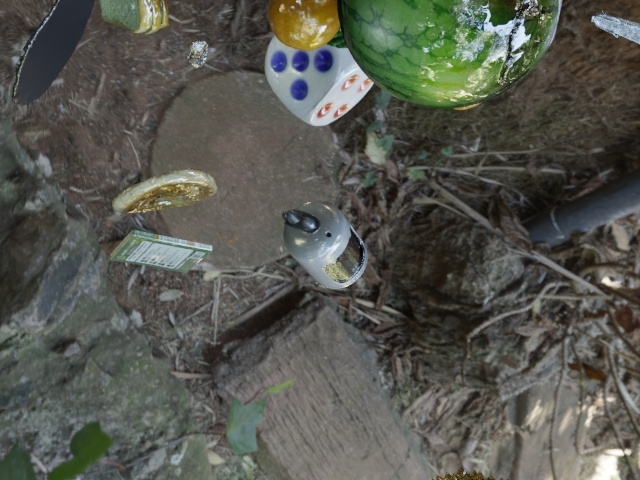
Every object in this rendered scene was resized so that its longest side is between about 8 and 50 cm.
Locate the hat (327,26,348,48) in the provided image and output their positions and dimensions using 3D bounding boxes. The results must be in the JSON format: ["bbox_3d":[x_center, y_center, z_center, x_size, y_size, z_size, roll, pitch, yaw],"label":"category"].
[{"bbox_3d":[0.119,-0.633,1.316,0.242,0.332,0.274,-21,110,-27],"label":"hat"}]

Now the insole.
[{"bbox_3d":[-0.352,-0.328,0.747,0.009,0.119,0.348,39,118,-6],"label":"insole"}]

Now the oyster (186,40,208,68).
[{"bbox_3d":[-0.316,-0.478,1.375,0.054,0.019,0.083,-8,154,-28],"label":"oyster"}]

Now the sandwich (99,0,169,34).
[{"bbox_3d":[-0.488,-0.681,1.360,0.095,0.249,0.273,-28,136,-36],"label":"sandwich"}]

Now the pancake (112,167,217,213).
[{"bbox_3d":[-0.485,-0.145,1.682,0.356,0.356,0.065,-13,87,-23],"label":"pancake"}]

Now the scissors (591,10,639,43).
[{"bbox_3d":[0.544,-0.253,0.745,0.360,0.029,0.191,17,130,-5],"label":"scissors"}]

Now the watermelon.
[{"bbox_3d":[0.203,-0.387,0.877,0.363,0.363,0.363,-10,113,-24],"label":"watermelon"}]

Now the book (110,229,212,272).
[{"bbox_3d":[-0.515,0.040,1.727,0.264,0.202,0.027,13,59,-36],"label":"book"}]

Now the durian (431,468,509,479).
[{"bbox_3d":[0.274,0.463,0.887,0.249,0.183,0.138,-3,142,-10],"label":"durian"}]

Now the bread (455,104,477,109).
[{"bbox_3d":[0.340,-0.381,1.150,0.083,0.114,0.211,33,71,-23],"label":"bread"}]

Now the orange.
[{"bbox_3d":[-0.034,-0.465,1.104,0.156,0.156,0.124,-9,140,-24],"label":"orange"}]

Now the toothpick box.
[{"bbox_3d":[0.000,0.000,1.663,0.229,0.229,0.316,-47,147,-4],"label":"toothpick box"}]

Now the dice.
[{"bbox_3d":[0.002,-0.609,1.853,0.304,0.304,0.277,-42,167,31],"label":"dice"}]
